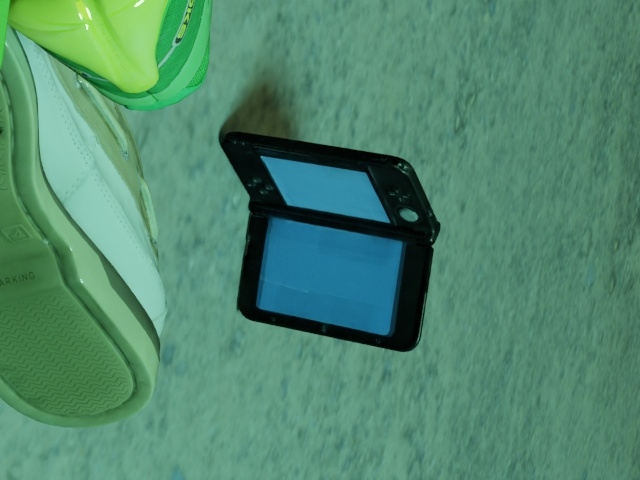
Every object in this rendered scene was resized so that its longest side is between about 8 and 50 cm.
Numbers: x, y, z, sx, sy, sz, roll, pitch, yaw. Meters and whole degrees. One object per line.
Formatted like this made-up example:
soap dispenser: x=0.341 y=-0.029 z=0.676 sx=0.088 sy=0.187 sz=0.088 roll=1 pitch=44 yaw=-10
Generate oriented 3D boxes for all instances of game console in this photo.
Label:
game console: x=0.000 y=0.000 z=1.101 sx=0.071 sy=0.122 sz=0.107 roll=-67 pitch=151 yaw=-25

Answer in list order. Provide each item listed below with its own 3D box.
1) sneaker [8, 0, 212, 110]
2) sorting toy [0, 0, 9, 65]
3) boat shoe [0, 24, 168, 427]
sneaker: x=-0.100 y=-0.172 z=0.766 sx=0.123 sy=0.109 sz=0.295 roll=63 pitch=15 yaw=-54
sorting toy: x=-0.156 y=-0.168 z=0.498 sx=0.047 sy=0.347 sz=0.196 roll=12 pitch=110 yaw=-51
boat shoe: x=-0.148 y=-0.051 z=0.814 sx=0.103 sy=0.113 sz=0.302 roll=-85 pitch=162 yaw=-44
